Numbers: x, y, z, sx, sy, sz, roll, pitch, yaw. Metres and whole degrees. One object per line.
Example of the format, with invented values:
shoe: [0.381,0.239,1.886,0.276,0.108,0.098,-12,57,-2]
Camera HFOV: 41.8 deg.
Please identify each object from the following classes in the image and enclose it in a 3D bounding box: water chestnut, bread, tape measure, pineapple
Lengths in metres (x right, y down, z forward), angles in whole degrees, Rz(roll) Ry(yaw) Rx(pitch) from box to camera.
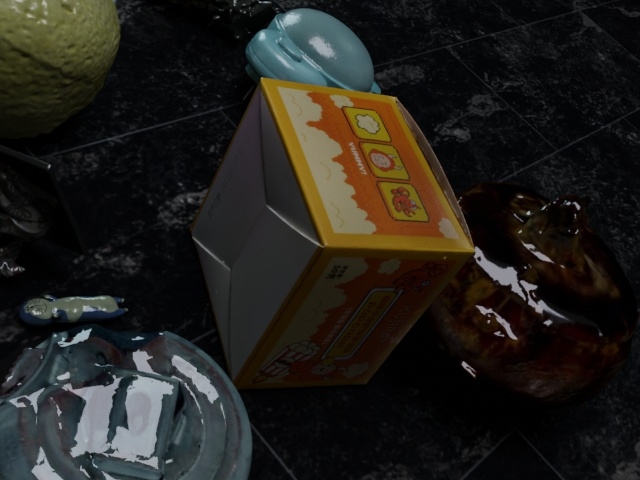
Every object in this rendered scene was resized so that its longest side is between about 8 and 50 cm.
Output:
water chestnut: [0.272,0.058,1.122,0.351,0.302,0.350,19,38,-16]
bread: [-0.424,-0.297,1.091,0.321,0.237,0.320,19,43,-19]
tape measure: [-0.194,0.211,0.811,0.256,0.147,0.275,13,46,-21]
pineapple: [-0.195,-0.453,1.465,0.279,0.158,0.158,40,41,-3]

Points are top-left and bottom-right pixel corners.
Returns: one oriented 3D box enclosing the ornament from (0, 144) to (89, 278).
ornament: [-0.385,0.014,0.905,0.153,0.166,0.196,22,58,21]

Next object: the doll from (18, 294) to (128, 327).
doll: [-0.285,0.080,0.970,0.125,0.027,0.037,-4,45,-34]

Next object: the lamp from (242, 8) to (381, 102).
lamp: [-0.016,-0.299,1.409,0.209,0.147,0.284,46,43,13]

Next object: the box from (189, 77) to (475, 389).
box: [0.000,0.000,1.026,0.214,0.283,0.259,0,51,-30]
